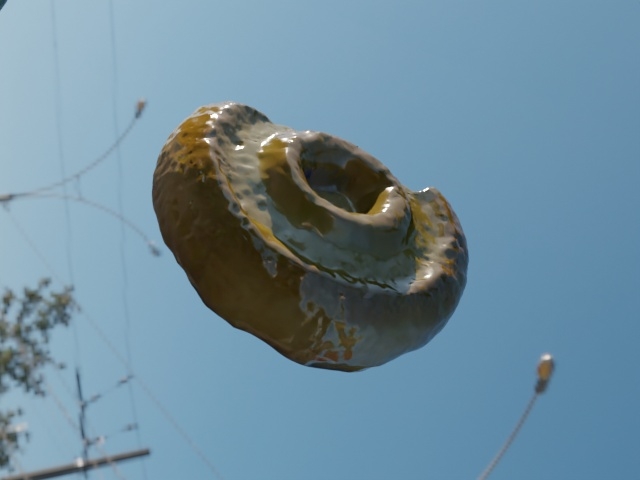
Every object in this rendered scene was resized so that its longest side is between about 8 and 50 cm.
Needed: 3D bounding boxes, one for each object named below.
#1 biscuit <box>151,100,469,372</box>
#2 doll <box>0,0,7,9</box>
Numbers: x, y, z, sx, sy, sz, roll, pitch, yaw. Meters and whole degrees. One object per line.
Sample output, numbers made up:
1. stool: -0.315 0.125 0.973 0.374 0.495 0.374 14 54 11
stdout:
1. biscuit: 0.001 -0.001 0.894 0.091 0.274 0.213 -52 -153 37
2. doll: -0.214 -0.136 0.567 0.214 0.103 0.071 -35 -138 24
